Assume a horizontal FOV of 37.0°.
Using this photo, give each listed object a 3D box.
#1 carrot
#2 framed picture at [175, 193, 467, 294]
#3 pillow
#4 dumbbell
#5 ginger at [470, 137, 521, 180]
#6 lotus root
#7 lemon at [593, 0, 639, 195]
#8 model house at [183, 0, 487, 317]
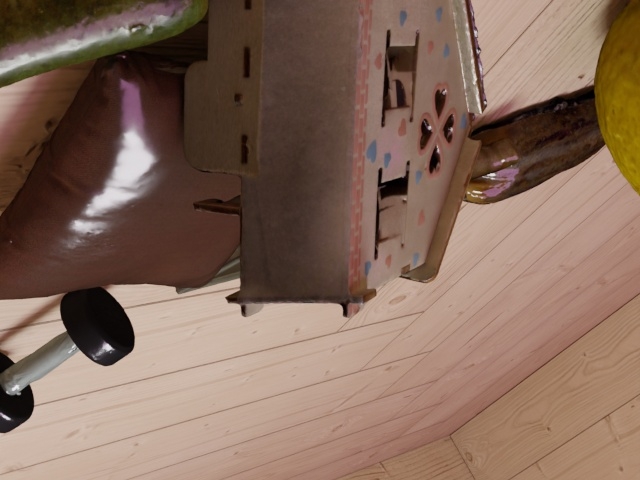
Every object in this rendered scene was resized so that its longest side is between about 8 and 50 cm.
[{"bbox_3d":[-0.248,-0.130,0.658,0.359,0.074,0.074,-22,158,-11],"label":"carrot"},{"bbox_3d":[0.000,0.000,1.222,0.324,0.020,0.240,-14,172,-34],"label":"framed picture"},{"bbox_3d":[-0.146,-0.049,0.899,0.308,0.108,0.305,-2,143,-50],"label":"pillow"},{"bbox_3d":[-0.318,0.137,1.111,0.191,0.100,0.100,-34,158,10],"label":"dumbbell"},{"bbox_3d":[0.102,-0.094,1.168,0.166,0.080,0.333,-24,170,36],"label":"ginger"},{"bbox_3d":[0.329,-0.129,1.369,0.329,0.078,0.167,-22,159,-18],"label":"lotus root"},{"bbox_3d":[0.507,-0.166,1.118,0.350,0.387,0.350,-15,177,-1],"label":"lemon"},{"bbox_3d":[0.026,-0.114,0.799,0.244,0.169,0.326,-18,113,-55],"label":"model house"}]
